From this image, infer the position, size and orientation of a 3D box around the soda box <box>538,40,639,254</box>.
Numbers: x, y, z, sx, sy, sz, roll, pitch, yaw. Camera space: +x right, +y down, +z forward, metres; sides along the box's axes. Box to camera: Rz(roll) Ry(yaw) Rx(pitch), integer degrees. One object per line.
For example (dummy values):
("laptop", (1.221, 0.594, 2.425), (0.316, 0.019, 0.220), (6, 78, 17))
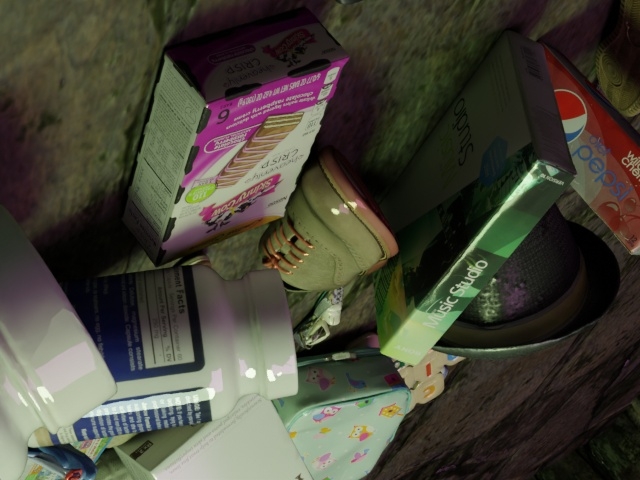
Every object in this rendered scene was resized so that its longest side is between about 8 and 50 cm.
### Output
("soda box", (0.320, -0.107, 1.547), (0.092, 0.263, 0.083), (-45, 158, 19))

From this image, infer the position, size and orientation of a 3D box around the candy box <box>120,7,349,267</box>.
("candy box", (-0.083, -0.091, 1.226), (0.159, 0.071, 0.233), (-23, 154, -32))

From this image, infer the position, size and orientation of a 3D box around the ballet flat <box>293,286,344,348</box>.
("ballet flat", (0.005, 0.105, 1.785), (0.041, 0.041, 0.114), (-9, 144, -50))

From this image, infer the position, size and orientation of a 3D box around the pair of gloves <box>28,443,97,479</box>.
("pair of gloves", (-0.300, 0.199, 1.320), (0.023, 0.159, 0.198), (-62, 177, -4))

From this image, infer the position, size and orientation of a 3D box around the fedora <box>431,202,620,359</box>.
("fedora", (0.221, 0.003, 1.678), (0.334, 0.334, 0.152), (-26, 123, -26))

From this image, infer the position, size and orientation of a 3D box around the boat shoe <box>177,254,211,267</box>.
("boat shoe", (-0.159, 0.072, 1.462), (0.135, 0.045, 0.050), (-48, 156, 24))

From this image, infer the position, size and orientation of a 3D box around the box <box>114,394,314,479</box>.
("box", (-0.134, 0.278, 1.676), (0.181, 0.119, 0.182), (-37, 122, -22))

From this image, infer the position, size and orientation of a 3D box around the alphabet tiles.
("alphabet tiles", (0.118, 0.202, 2.109), (0.284, 0.021, 0.278), (-28, 144, -13))

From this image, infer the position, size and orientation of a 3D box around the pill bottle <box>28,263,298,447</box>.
("pill bottle", (-0.161, 0.104, 1.265), (0.265, 0.153, 0.153), (-7, 152, -6))

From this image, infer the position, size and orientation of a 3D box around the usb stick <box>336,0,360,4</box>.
("usb stick", (0.010, -0.271, 1.052), (0.077, 0.045, 0.278), (-32, 158, 3))

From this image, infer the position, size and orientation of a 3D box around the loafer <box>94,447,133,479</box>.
("loafer", (-0.244, 0.369, 1.830), (0.111, 0.112, 0.319), (-21, 154, -16))

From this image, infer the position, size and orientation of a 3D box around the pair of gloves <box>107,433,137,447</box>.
("pair of gloves", (-0.269, 0.185, 1.518), (0.204, 0.042, 0.240), (-40, 152, 21))

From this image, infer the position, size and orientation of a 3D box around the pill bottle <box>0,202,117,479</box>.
("pill bottle", (-0.375, 0.146, 1.047), (0.392, 0.224, 0.224), (-32, 157, -14))

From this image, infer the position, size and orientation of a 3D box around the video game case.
("video game case", (-0.318, 0.243, 1.508), (0.166, 0.015, 0.119), (-4, 144, -40))

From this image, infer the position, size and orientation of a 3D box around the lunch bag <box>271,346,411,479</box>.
("lunch bag", (-0.005, 0.270, 1.970), (0.224, 0.108, 0.279), (-4, 140, -26))

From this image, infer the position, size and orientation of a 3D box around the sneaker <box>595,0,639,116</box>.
("sneaker", (0.435, -0.270, 1.624), (0.153, 0.099, 0.282), (-29, 153, -16))

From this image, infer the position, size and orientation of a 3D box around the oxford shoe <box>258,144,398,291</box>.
("oxford shoe", (0.000, 0.000, 1.426), (0.130, 0.123, 0.348), (-30, 165, -5))

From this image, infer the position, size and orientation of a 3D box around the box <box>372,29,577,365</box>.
("box", (0.157, -0.046, 1.494), (0.058, 0.232, 0.322), (19, 129, -19))

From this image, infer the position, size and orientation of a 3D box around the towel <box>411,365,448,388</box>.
("towel", (0.103, 0.268, 2.259), (0.209, 0.034, 0.285), (-42, 157, 9))
